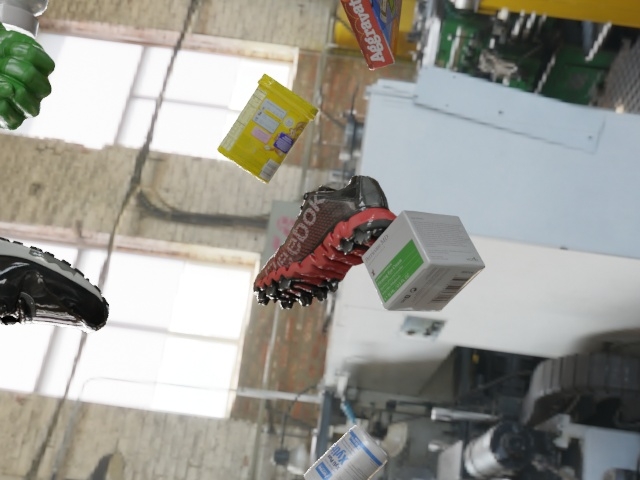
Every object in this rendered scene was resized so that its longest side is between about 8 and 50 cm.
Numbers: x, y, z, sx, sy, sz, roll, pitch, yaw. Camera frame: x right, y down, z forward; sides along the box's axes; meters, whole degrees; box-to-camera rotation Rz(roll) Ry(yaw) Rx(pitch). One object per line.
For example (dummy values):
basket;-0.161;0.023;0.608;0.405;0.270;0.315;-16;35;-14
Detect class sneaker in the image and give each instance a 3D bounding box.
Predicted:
sneaker;0.000;0.000;1.193;0.276;0.097;0.135;-35;52;36
sneaker;-0.363;0.058;0.848;0.107;0.283;0.124;118;173;-61

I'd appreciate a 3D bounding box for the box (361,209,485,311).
box;0.129;0.027;1.051;0.101;0.101;0.087;-51;48;37

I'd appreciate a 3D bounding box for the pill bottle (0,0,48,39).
pill bottle;-0.542;-0.475;1.480;0.121;0.121;0.221;88;-172;-83

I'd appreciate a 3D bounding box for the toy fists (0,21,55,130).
toy fists;-0.501;-0.189;1.168;0.279;0.142;0.096;-46;-8;-17

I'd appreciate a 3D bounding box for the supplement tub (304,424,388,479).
supplement tub;0.037;0.322;1.181;0.107;0.071;0.071;-43;-5;-5

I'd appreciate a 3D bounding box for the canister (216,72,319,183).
canister;-0.101;-0.208;1.556;0.170;0.126;0.073;-56;12;4

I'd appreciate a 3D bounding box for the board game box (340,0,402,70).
board game box;0.043;-0.291;0.759;0.281;0.027;0.145;-79;-32;-47
